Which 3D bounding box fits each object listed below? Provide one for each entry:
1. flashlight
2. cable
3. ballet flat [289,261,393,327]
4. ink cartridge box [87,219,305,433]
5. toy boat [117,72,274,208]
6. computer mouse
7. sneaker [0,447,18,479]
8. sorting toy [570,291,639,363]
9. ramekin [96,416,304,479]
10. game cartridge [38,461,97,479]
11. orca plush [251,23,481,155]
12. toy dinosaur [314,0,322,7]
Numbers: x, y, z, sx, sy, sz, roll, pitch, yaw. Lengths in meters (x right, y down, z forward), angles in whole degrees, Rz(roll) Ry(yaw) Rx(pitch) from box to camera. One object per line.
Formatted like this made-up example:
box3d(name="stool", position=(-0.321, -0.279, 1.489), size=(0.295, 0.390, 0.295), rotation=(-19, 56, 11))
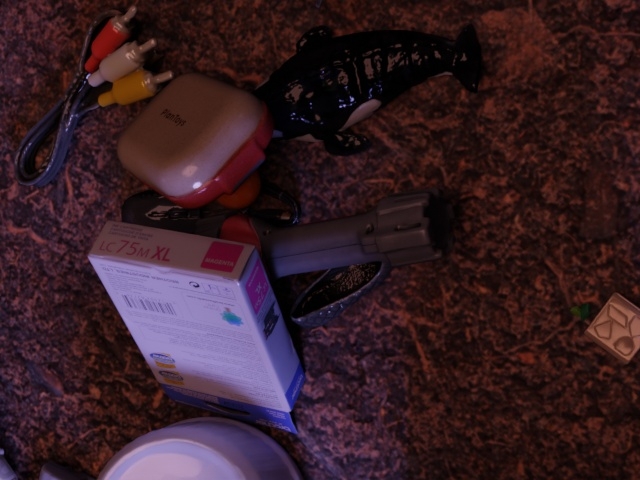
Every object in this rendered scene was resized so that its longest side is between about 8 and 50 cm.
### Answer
box3d(name="flashlight", position=(0.000, 0.000, 1.404), size=(0.304, 0.103, 0.103), rotation=(-10, 61, 26))
box3d(name="cable", position=(-0.303, -0.184, 1.556), size=(0.287, 0.072, 0.139), rotation=(-33, 76, 23))
box3d(name="ballet flat", position=(0.034, 0.042, 1.444), size=(0.173, 0.049, 0.057), rotation=(-46, 75, 18))
box3d(name="ink cartridge box", position=(-0.128, 0.104, 1.441), size=(0.186, 0.065, 0.311), rotation=(10, 143, 21))
box3d(name="toy boat", position=(-0.126, -0.094, 1.442), size=(0.151, 0.151, 0.231), rotation=(-47, 34, -9))
box3d(name="computer mouse", position=(-0.139, -0.032, 1.516), size=(0.242, 0.041, 0.071), rotation=(-4, 93, 23))
box3d(name="sneaker", position=(-0.451, 0.274, 1.652), size=(0.123, 0.106, 0.290), rotation=(3, 107, 19))
box3d(name="sorting toy", position=(0.313, 0.086, 1.349), size=(0.083, 0.012, 0.062), rotation=(37, 113, 12))
box3d(name="ramekin", position=(-0.152, 0.337, 1.469), size=(0.273, 0.127, 0.272), rotation=(-3, 76, 14))
box3d(name="game cartridge", position=(-0.255, 0.430, 1.604), size=(0.297, 0.062, 0.198), rotation=(21, 98, 20))
box3d(name="orca plush", position=(0.032, -0.169, 1.397), size=(0.287, 0.102, 0.151), rotation=(1, 95, 23))
box3d(name="toy dinosaur", position=(-0.058, -0.324, 1.369), size=(0.160, 0.313, 0.121), rotation=(23, 132, -3))
